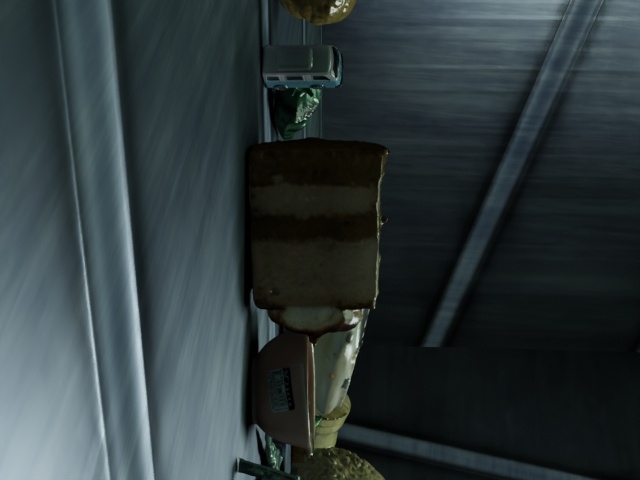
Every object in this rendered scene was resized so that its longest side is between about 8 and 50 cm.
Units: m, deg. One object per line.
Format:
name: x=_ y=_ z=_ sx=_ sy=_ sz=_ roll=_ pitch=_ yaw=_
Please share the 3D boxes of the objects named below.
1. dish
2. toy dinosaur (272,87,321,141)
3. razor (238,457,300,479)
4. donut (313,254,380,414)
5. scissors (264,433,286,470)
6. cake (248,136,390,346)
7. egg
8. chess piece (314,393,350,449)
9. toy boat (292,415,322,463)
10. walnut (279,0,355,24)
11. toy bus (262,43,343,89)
dish: x=-0.057 y=0.225 z=1.454 sx=0.213 sy=0.090 sz=0.213 roll=-1 pitch=90 yaw=-88
toy dinosaur: x=-0.046 y=-0.238 z=1.669 sx=0.292 sy=0.079 sz=0.120 roll=133 pitch=-36 yaw=-79
razor: x=-0.089 y=0.313 z=1.178 sx=0.211 sy=0.084 sz=0.035 roll=-8 pitch=111 yaw=-78
donut: x=0.022 y=0.178 z=2.071 sx=0.382 sy=0.142 sz=0.382 roll=16 pitch=90 yaw=-88
scissors: x=-0.080 y=0.397 z=1.670 sx=0.383 sy=0.029 sz=0.256 roll=90 pitch=3 yaw=-75
cake: x=0.000 y=0.000 z=1.390 sx=0.199 sy=0.196 sz=0.293 roll=-84 pitch=174 yaw=-83
egg: x=0.039 y=0.585 z=2.003 sx=0.279 sy=0.279 sz=0.310 roll=87 pitch=-23 yaw=-62
chess piece: x=-0.015 y=0.526 z=2.539 sx=0.137 sy=0.137 sz=0.300 roll=-85 pitch=-172 yaw=-58
toy boat: x=-0.025 y=0.571 z=2.372 sx=0.108 sy=0.099 sz=0.292 roll=-76 pitch=160 yaw=-80
walnut: x=-0.005 y=-0.465 z=1.664 sx=0.155 sy=0.155 sz=0.184 roll=-86 pitch=177 yaw=-54
toy bus: x=-0.028 y=-0.269 z=1.488 sx=0.075 sy=0.123 sz=0.060 roll=54 pitch=37 yaw=-80
